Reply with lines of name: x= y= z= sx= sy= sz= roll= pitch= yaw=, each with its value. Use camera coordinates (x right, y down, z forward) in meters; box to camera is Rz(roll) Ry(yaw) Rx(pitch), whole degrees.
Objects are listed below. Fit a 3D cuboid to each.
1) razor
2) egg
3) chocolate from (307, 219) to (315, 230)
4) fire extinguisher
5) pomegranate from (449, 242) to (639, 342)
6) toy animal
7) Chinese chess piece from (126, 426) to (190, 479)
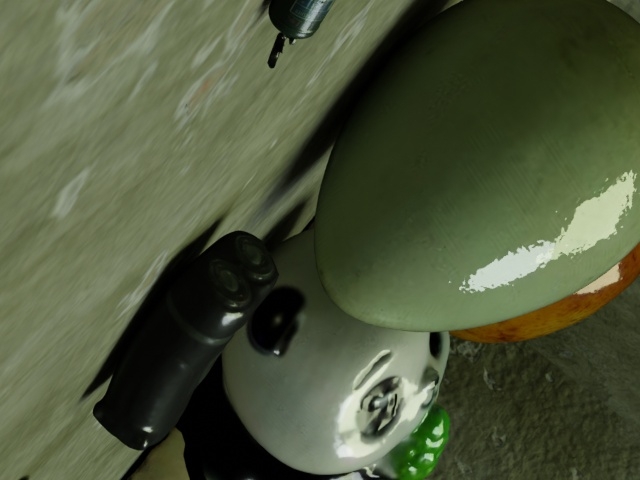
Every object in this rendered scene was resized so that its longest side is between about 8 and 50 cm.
razor: x=-0.086 y=0.063 z=1.128 sx=0.148 sy=0.054 sz=0.090 roll=-54 pitch=174 yaw=32
egg: x=0.120 y=-0.052 z=1.270 sx=0.295 sy=0.218 sz=0.218 roll=-36 pitch=172 yaw=-9
chocolate: x=0.000 y=0.000 z=1.594 sx=0.100 sy=0.031 sz=0.064 roll=-53 pitch=180 yaw=-5
fire extinguisher: x=-0.003 y=-0.116 z=0.797 sx=0.083 sy=0.025 sz=0.038 roll=-56 pitch=-163 yaw=38
pomegranate: x=0.164 y=-0.042 z=1.599 sx=0.264 sy=0.264 sz=0.264 roll=-51 pitch=175 yaw=-6
toy animal: x=0.007 y=0.120 z=1.454 sx=0.212 sy=0.212 sz=0.266 roll=-47 pitch=174 yaw=-40
Chinese chess piece: x=-0.136 y=0.258 z=1.786 sx=0.257 sy=0.104 sz=0.257 roll=-50 pitch=175 yaw=-6
